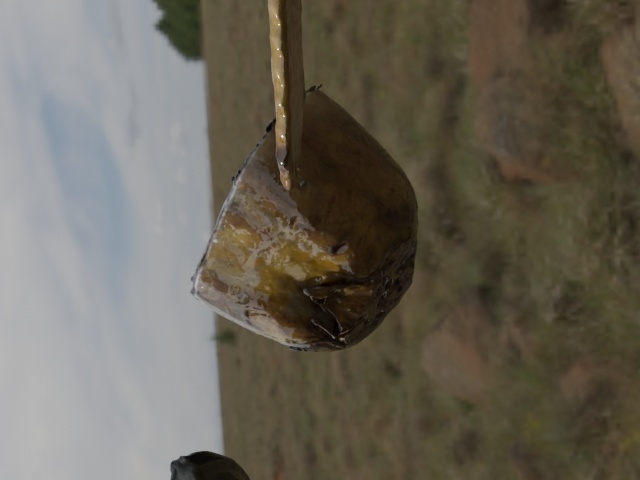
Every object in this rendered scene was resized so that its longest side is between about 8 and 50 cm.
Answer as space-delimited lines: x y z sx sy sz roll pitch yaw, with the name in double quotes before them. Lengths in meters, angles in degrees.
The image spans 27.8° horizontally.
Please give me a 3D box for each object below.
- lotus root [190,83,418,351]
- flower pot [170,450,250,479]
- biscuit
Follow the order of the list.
"lotus root" 0.000 0.000 1.325 0.272 0.192 0.272 -50 -13 -16
"flower pot" -0.023 0.374 0.972 0.379 0.251 0.379 9 -90 -75
"biscuit" -0.018 -0.164 0.638 0.232 0.013 0.237 -87 -5 -71
